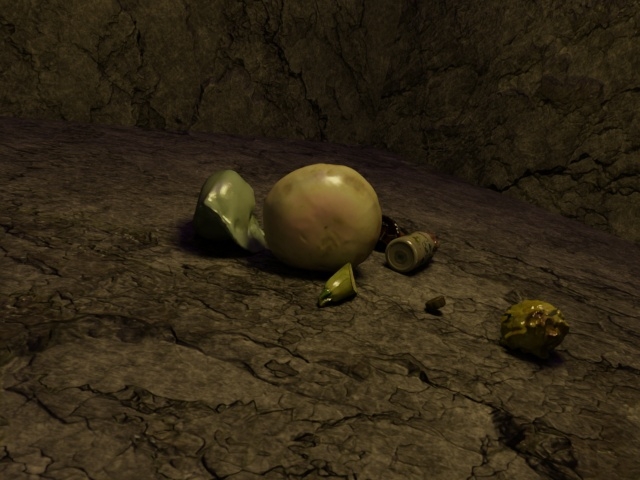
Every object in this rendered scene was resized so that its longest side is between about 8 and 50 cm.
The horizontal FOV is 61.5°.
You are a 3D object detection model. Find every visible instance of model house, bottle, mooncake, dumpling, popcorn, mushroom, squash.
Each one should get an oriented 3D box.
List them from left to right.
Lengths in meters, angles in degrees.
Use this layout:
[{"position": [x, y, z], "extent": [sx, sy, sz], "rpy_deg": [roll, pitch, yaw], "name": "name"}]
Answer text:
[{"position": [-0.302, -0.087, 1.700], "extent": [0.212, 0.270, 0.320], "rpy_deg": [-4, 38, 21], "name": "dumpling"}, {"position": [0.003, -0.049, 1.626], "extent": [0.353, 0.353, 0.325], "rpy_deg": [-16, 77, -54], "name": "mushroom"}, {"position": [0.056, 0.127, 1.471], "extent": [0.075, 0.090, 0.200], "rpy_deg": [11, 23, 24], "name": "squash"}, {"position": [0.202, -0.030, 1.956], "extent": [0.152, 0.106, 0.165], "rpy_deg": [-1, 19, -40], "name": "model house"}, {"position": [0.327, 0.029, 1.849], "extent": [0.120, 0.120, 0.253], "rpy_deg": [23, 22, 28], "name": "bottle"}, {"position": [0.436, 0.163, 1.420], "extent": [0.150, 0.057, 0.347], "rpy_deg": [-28, 17, -27], "name": "mooncake"}, {"position": [0.547, 0.225, 1.406], "extent": [0.174, 0.142, 0.173], "rpy_deg": [-12, 32, 8], "name": "popcorn"}]

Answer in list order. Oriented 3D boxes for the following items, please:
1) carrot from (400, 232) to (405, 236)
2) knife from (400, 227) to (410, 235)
[{"position": [0.285, -0.020, 2.099], "extent": [0.035, 0.035, 0.142], "rpy_deg": [27, 19, 37], "name": "carrot"}, {"position": [0.363, -0.016, 2.172], "extent": [0.023, 0.010, 0.170], "rpy_deg": [0, 23, -16], "name": "knife"}]
